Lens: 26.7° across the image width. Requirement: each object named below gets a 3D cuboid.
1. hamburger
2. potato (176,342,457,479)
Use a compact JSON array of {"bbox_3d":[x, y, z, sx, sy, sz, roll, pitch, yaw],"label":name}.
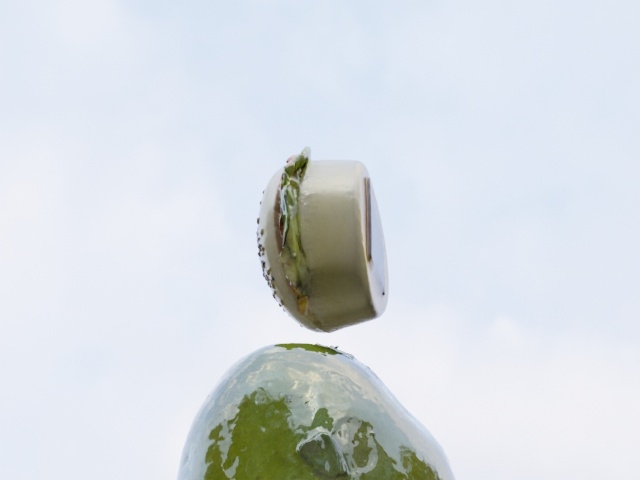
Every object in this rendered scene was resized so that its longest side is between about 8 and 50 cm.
[{"bbox_3d":[0.000,0.000,0.947,0.081,0.127,0.141,-7,-18,10],"label":"hamburger"},{"bbox_3d":[0.004,0.180,0.774,0.186,0.253,0.148,-6,-18,-23],"label":"potato"}]
